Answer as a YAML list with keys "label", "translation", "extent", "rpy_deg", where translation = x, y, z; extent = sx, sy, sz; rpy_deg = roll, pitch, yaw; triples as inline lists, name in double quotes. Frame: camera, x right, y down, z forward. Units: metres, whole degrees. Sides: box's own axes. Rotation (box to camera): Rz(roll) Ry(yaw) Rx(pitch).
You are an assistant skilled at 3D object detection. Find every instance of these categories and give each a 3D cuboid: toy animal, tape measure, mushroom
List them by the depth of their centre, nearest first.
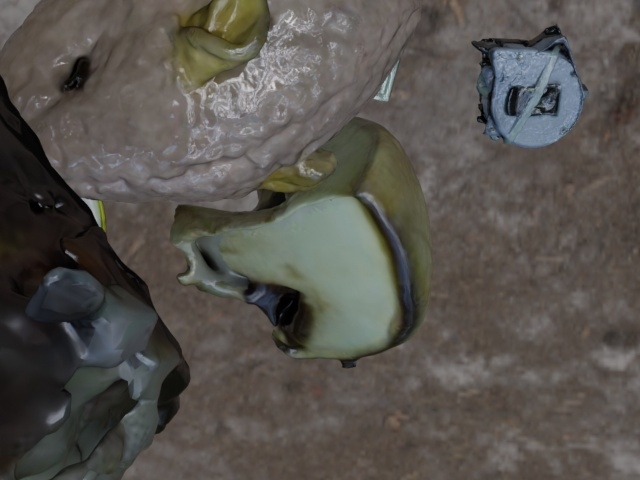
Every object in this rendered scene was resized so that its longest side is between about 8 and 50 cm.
- label: "toy animal"
  translation: [-0.048, -0.146, 0.810]
  extent: [0.226, 0.358, 0.188]
  rpy_deg: [24, 156, 38]
- label: "tape measure"
  translation: [0.170, -0.124, 0.991]
  extent: [0.091, 0.054, 0.094]
  rpy_deg: [-12, 116, -3]
- label: "mushroom"
  translation: [0.009, 0.004, 1.319]
  extent: [0.292, 0.212, 0.217]
  rpy_deg: [-19, 123, 31]

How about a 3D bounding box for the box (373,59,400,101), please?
- label: "box"
  translation: [-0.032, -0.226, 1.176]
  extent: [0.225, 0.086, 0.130]
  rpy_deg: [12, 104, -16]

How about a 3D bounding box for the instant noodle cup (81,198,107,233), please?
- label: "instant noodle cup"
  translation: [-0.323, 0.007, 1.163]
  extent: [0.264, 0.264, 0.200]
  rpy_deg: [29, 162, -13]

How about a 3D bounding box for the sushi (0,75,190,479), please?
- label: "sushi"
  translation: [-0.235, 0.039, 0.494]
  extent: [0.294, 0.299, 0.281]
  rpy_deg: [50, 159, 16]
